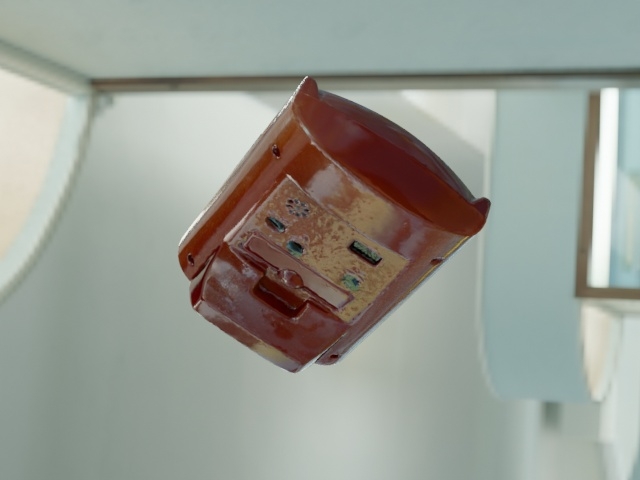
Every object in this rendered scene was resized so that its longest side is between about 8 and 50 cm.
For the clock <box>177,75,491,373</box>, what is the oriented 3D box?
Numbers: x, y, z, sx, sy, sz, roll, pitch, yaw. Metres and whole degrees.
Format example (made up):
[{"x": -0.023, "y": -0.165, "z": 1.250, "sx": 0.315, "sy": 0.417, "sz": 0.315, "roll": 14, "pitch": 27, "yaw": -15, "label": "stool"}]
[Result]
[{"x": 0.000, "y": 0.000, "z": 0.753, "sx": 0.155, "sy": 0.113, "sz": 0.061, "roll": -49, "pitch": 10, "yaw": 48, "label": "clock"}]
